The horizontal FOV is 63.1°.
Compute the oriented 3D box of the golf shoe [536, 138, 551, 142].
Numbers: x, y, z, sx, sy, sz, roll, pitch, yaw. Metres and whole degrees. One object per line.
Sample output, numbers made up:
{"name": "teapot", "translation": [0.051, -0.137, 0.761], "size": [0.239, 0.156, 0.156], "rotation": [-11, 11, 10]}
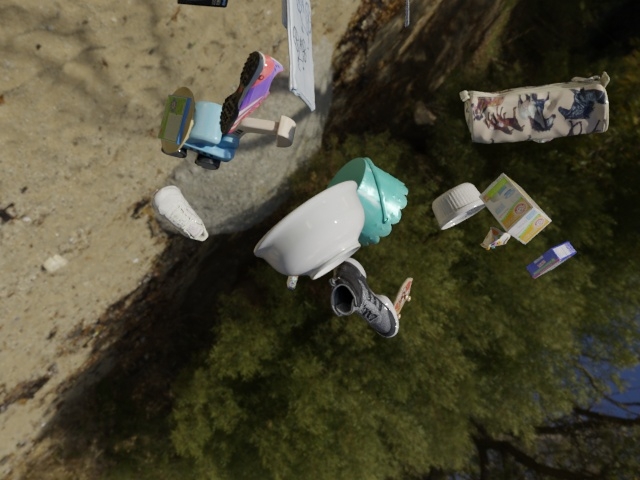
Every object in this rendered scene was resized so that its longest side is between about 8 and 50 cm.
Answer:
{"name": "golf shoe", "translation": [0.818, -0.420, 1.999], "size": [0.306, 0.140, 0.115], "rotation": [-16, -144, 16]}

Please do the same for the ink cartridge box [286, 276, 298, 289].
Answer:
{"name": "ink cartridge box", "translation": [-0.108, 0.139, 2.148], "size": [0.063, 0.029, 0.115], "rotation": [-117, -137, -71]}

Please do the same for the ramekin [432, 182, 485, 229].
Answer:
{"name": "ramekin", "translation": [0.540, -0.140, 2.061], "size": [0.207, 0.109, 0.207], "rotation": [-26, 168, -6]}

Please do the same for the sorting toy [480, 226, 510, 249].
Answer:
{"name": "sorting toy", "translation": [0.584, -0.002, 1.721], "size": [0.083, 0.075, 0.045], "rotation": [104, -22, -46]}

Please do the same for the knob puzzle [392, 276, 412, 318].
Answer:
{"name": "knob puzzle", "translation": [0.275, 0.208, 1.760], "size": [0.213, 0.029, 0.213], "rotation": [-53, 158, -32]}

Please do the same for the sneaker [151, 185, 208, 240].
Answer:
{"name": "sneaker", "translation": [-0.495, -0.094, 1.890], "size": [0.114, 0.152, 0.305], "rotation": [-49, 156, -9]}

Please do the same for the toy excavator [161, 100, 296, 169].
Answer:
{"name": "toy excavator", "translation": [-0.367, -0.426, 2.033], "size": [0.445, 0.432, 0.223], "rotation": [-9, -113, 61]}

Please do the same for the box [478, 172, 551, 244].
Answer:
{"name": "box", "translation": [0.618, -0.103, 1.666], "size": [0.114, 0.103, 0.203], "rotation": [-48, -146, 23]}

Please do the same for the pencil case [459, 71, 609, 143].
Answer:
{"name": "pencil case", "translation": [0.631, -0.393, 1.560], "size": [0.409, 0.184, 0.160], "rotation": [-3, -144, 17]}

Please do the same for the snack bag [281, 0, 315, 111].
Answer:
{"name": "snack bag", "translation": [-0.060, -0.538, 1.415], "size": [0.037, 0.343, 0.323], "rotation": [-3, -176, 8]}

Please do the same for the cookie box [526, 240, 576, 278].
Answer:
{"name": "cookie box", "translation": [0.608, 0.051, 1.375], "size": [0.107, 0.040, 0.092], "rotation": [-14, 154, -41]}

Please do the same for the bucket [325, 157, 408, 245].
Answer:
{"name": "bucket", "translation": [0.143, -0.138, 1.794], "size": [0.281, 0.183, 0.281], "rotation": [-43, -151, 30]}

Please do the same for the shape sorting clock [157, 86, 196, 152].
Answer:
{"name": "shape sorting clock", "translation": [-0.439, -0.369, 1.603], "size": [0.040, 0.206, 0.206], "rotation": [10, 136, -46]}

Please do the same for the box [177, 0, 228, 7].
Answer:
{"name": "box", "translation": [-0.329, -0.748, 1.477], "size": [0.147, 0.078, 0.180], "rotation": [-3, 173, -19]}

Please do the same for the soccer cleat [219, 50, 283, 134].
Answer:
{"name": "soccer cleat", "translation": [-0.241, -0.480, 1.765], "size": [0.116, 0.109, 0.318], "rotation": [9, 130, -38]}

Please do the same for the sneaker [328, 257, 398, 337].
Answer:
{"name": "sneaker", "translation": [0.110, 0.185, 1.435], "size": [0.101, 0.269, 0.153], "rotation": [-32, -171, 29]}

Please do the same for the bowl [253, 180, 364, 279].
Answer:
{"name": "bowl", "translation": [0.000, 0.000, 1.238], "size": [0.297, 0.134, 0.298], "rotation": [-34, 172, -5]}

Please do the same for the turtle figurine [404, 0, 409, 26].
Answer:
{"name": "turtle figurine", "translation": [0.253, -0.803, 1.422], "size": [0.198, 0.275, 0.266], "rotation": [-46, -175, -23]}
